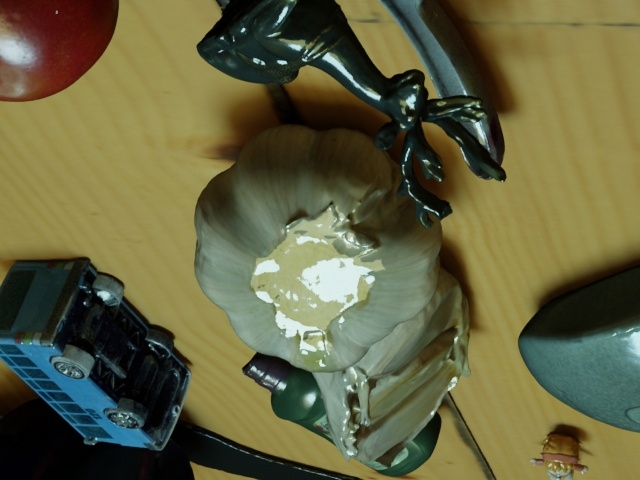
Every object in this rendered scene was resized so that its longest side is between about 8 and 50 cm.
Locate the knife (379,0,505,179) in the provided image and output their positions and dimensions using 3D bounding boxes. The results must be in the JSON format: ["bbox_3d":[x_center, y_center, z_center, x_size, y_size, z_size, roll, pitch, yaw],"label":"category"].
[{"bbox_3d":[0.089,-0.142,1.454,0.123,0.053,0.278,30,166,44],"label":"knife"}]

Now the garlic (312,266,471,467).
[{"bbox_3d":[0.047,0.102,1.823,0.143,0.178,0.229,38,142,21],"label":"garlic"}]

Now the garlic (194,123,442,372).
[{"bbox_3d":[-0.004,0.000,1.664,0.228,0.152,0.228,6,118,12],"label":"garlic"}]

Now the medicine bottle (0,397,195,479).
[{"bbox_3d":[-0.346,0.298,2.339,0.395,0.242,0.242,9,155,48],"label":"medicine bottle"}]

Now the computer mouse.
[{"bbox_3d":[0.332,0.103,1.703,0.203,0.114,0.374,34,147,-27],"label":"computer mouse"}]

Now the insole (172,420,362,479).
[{"bbox_3d":[-0.093,0.271,2.362,0.348,0.009,0.119,16,154,4],"label":"insole"}]

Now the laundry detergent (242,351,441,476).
[{"bbox_3d":[0.010,0.180,2.064,0.222,0.078,0.144,26,155,-16],"label":"laundry detergent"}]

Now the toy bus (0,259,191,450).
[{"bbox_3d":[-0.252,0.127,2.082,0.134,0.116,0.234,-1,145,32],"label":"toy bus"}]

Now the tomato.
[{"bbox_3d":[-0.254,-0.189,1.488,0.195,0.136,0.195,14,153,7],"label":"tomato"}]

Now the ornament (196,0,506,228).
[{"bbox_3d":[0.027,-0.104,1.460,0.236,0.080,0.202,40,161,-12],"label":"ornament"}]

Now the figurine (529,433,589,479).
[{"bbox_3d":[0.258,0.237,2.063,0.064,0.047,0.109,4,159,9],"label":"figurine"}]
